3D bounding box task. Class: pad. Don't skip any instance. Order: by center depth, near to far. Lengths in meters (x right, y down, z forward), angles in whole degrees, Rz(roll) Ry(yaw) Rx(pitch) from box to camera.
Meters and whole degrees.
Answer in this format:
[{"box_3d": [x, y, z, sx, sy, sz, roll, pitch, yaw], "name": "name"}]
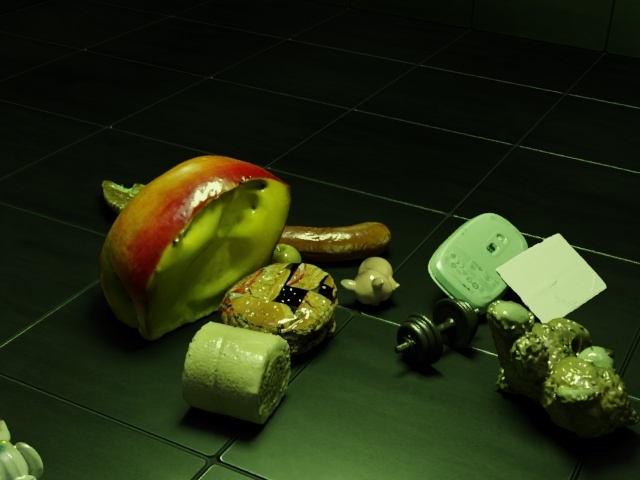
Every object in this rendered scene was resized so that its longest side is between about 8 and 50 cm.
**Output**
[{"box_3d": [0.467, 0.075, 2.018, 0.232, 0.004, 0.156, -24, 67, -40], "name": "pad"}]

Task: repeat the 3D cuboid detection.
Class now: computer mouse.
[{"box_3d": [0.315, 0.050, 2.024, 0.159, 0.097, 0.288, 44, 47, 5], "name": "computer mouse"}]

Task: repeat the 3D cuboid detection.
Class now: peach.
[{"box_3d": [-0.244, -0.016, 1.909, 0.380, 0.306, 0.242, -25, 45, -34], "name": "peach"}]

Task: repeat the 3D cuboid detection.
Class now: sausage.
[{"box_3d": [0.001, 0.002, 2.117, 0.302, 0.076, 0.103, 1, 28, -3], "name": "sausage"}]

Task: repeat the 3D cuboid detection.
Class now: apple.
[{"box_3d": [-0.079, 0.043, 2.038, 0.084, 0.071, 0.084, 2, 27, -1], "name": "apple"}]

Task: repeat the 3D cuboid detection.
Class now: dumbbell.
[{"box_3d": [0.213, 0.163, 1.811, 0.208, 0.099, 0.099, -20, 36, -35], "name": "dumbbell"}]

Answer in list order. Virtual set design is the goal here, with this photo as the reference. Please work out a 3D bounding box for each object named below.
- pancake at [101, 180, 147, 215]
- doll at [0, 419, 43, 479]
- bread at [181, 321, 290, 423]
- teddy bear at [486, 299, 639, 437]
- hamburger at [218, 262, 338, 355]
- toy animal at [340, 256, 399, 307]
[{"box_3d": [-0.361, -0.069, 2.253, 0.376, 0.054, 0.197, 26, 32, 34], "name": "pancake"}, {"box_3d": [-0.557, 0.304, 1.496, 0.384, 0.099, 0.188, 17, 31, 31], "name": "doll"}, {"box_3d": [-0.136, 0.214, 1.649, 0.141, 0.134, 0.148, 11, 40, 16], "name": "bread"}, {"box_3d": [0.403, 0.222, 1.659, 0.267, 0.156, 0.256, 19, 9, -39], "name": "teddy bear"}, {"box_3d": [-0.079, 0.127, 1.853, 0.230, 0.107, 0.231, 3, 35, -2], "name": "hamburger"}, {"box_3d": [0.101, 0.078, 1.980, 0.089, 0.083, 0.150, 47, 19, -7], "name": "toy animal"}]
